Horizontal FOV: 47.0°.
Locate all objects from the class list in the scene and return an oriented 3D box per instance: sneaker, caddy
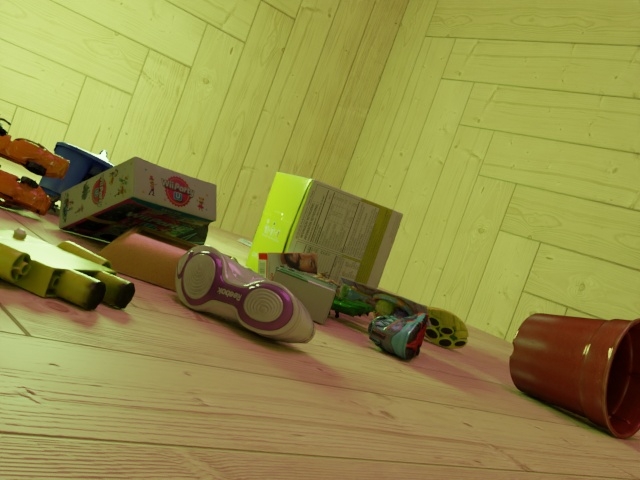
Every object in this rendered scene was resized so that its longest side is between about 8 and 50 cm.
[{"bbox_3d":[-0.139,0.108,1.305,0.305,0.114,0.152,26,-9,35],"label":"sneaker"},{"bbox_3d":[0.306,0.236,2.216,0.295,0.109,0.123,20,5,11],"label":"sneaker"},{"bbox_3d":[-0.419,-0.012,1.981,0.267,0.106,0.101,-5,21,-34],"label":"sneaker"},{"bbox_3d":[-0.647,-0.175,2.060,0.241,0.179,0.341,30,-11,-20],"label":"caddy"},{"bbox_3d":[0.177,0.204,1.707,0.125,0.104,0.262,17,-1,15],"label":"sneaker"}]

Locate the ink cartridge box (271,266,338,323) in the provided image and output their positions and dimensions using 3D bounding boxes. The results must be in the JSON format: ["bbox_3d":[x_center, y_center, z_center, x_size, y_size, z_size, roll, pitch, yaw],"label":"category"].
[{"bbox_3d":[-0.041,0.130,1.791,0.153,0.087,0.208,21,0,2],"label":"ink cartridge box"}]

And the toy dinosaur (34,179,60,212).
[{"bbox_3d":[-0.726,-0.110,1.825,0.118,0.064,0.268,2,-9,24],"label":"toy dinosaur"}]

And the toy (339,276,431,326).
[{"bbox_3d":[0.156,0.171,1.855,0.237,0.056,0.137,22,-19,24],"label":"toy"}]

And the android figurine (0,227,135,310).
[{"bbox_3d":[-0.411,0.029,1.063,0.273,0.056,0.248,22,2,16],"label":"android figurine"}]

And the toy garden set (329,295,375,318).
[{"bbox_3d":[0.035,0.175,2.019,0.203,0.049,0.244,16,4,21],"label":"toy garden set"}]

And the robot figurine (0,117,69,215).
[{"bbox_3d":[-0.753,-0.176,1.708,0.291,0.211,0.085,24,-22,-11],"label":"robot figurine"}]

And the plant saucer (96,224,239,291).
[{"bbox_3d":[-0.294,0.047,1.559,0.332,0.081,0.333,21,1,-12],"label":"plant saucer"}]

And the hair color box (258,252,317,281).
[{"bbox_3d":[-0.090,0.080,2.047,0.167,0.093,0.053,0,1,-37],"label":"hair color box"}]

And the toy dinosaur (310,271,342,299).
[{"bbox_3d":[-0.012,0.110,2.000,0.183,0.053,0.092,16,6,19],"label":"toy dinosaur"}]

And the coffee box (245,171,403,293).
[{"bbox_3d":[0.000,0.000,2.336,0.334,0.338,0.337,19,1,-24],"label":"coffee box"}]

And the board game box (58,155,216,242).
[{"bbox_3d":[-0.418,-0.076,1.676,0.303,0.097,0.224,-18,-25,40],"label":"board game box"}]

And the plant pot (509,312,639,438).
[{"bbox_3d":[0.609,0.290,1.722,0.272,0.272,0.265,19,-6,-42],"label":"plant pot"}]

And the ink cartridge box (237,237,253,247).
[{"bbox_3d":[-0.186,0.069,2.688,0.261,0.066,0.296,20,1,-4],"label":"ink cartridge box"}]
